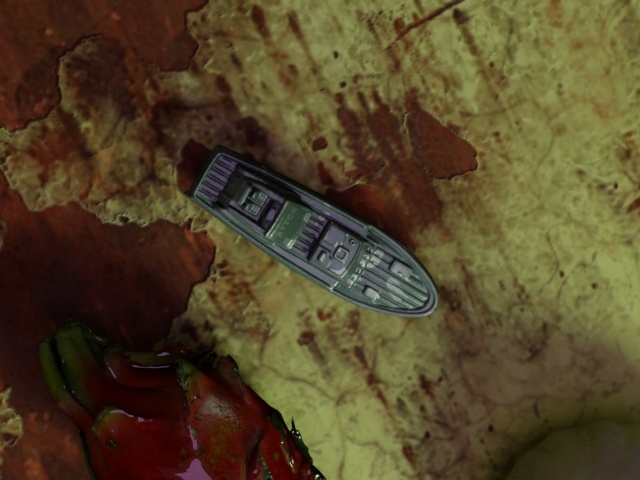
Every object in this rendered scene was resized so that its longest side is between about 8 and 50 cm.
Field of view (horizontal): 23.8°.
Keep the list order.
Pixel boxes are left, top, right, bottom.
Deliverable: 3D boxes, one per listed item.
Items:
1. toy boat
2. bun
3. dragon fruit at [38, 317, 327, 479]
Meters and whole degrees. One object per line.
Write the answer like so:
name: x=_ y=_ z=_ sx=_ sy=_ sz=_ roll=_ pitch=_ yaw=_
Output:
toy boat: x=0.000 y=0.000 z=1.416 sx=0.260 sy=0.085 sz=0.078 roll=31 pitch=95 yaw=-12
bun: x=0.277 y=0.284 z=1.412 sx=0.263 sy=0.175 sz=0.263 roll=-2 pitch=73 yaw=6
dragon fruit: x=-0.126 y=0.168 z=1.401 sx=0.200 sy=0.198 sz=0.269 roll=-22 pitch=74 yaw=-37
